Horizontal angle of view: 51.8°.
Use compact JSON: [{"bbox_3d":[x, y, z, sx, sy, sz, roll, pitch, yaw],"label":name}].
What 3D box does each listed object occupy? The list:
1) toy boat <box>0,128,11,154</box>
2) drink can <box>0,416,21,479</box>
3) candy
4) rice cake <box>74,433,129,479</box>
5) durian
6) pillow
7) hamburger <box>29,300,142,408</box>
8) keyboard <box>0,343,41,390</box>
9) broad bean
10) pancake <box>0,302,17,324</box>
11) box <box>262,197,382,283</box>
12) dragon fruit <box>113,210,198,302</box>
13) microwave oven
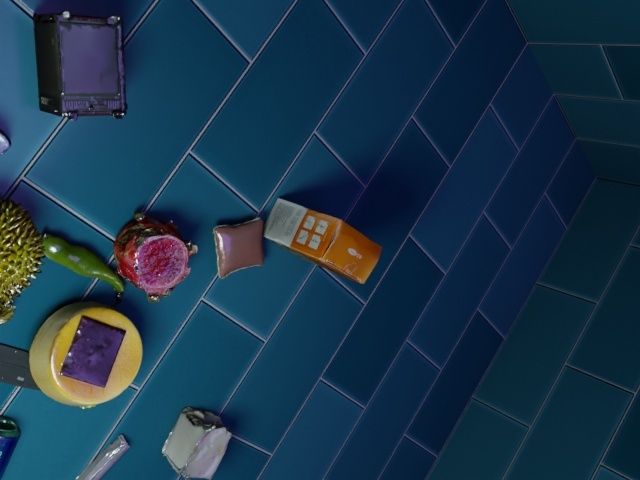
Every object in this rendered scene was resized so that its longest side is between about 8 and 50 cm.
[{"bbox_3d":[-0.852,-0.235,1.503,0.282,0.078,0.127,2,100,-39],"label":"toy boat"},{"bbox_3d":[-0.873,0.568,1.718,0.118,0.118,0.205,23,89,-42],"label":"drink can"},{"bbox_3d":[-0.392,0.652,2.109,0.137,0.184,0.195,29,84,-37],"label":"candy"},{"bbox_3d":[-0.676,0.698,1.968,0.270,0.055,0.049,-48,133,-21],"label":"rice cake"},{"bbox_3d":[-0.783,0.037,1.545,0.293,0.258,0.258,-48,129,-25],"label":"durian"},{"bbox_3d":[-0.258,0.019,2.088,0.179,0.075,0.171,-16,114,-36],"label":"pillow"},{"bbox_3d":[-0.630,0.310,1.787,0.300,0.176,0.300,2,87,-38],"label":"hamburger"},{"bbox_3d":[-0.789,0.348,1.777,0.381,0.041,0.103,31,84,-35],"label":"keyboard"},{"bbox_3d":[-0.638,0.079,1.799,0.098,0.056,0.318,-49,131,-18],"label":"broad bean"},{"bbox_3d":[-0.824,0.190,1.652,0.116,0.023,0.129,-30,166,-14],"label":"pancake"},{"bbox_3d":[0.000,0.000,2.121,0.225,0.341,0.143,32,82,-42],"label":"box"},{"bbox_3d":[-0.461,0.055,1.871,0.211,0.147,0.282,-22,114,-43],"label":"dragon fruit"},{"bbox_3d":[-0.576,-0.426,1.608,0.188,0.178,0.248,-8,109,-36],"label":"microwave oven"}]
